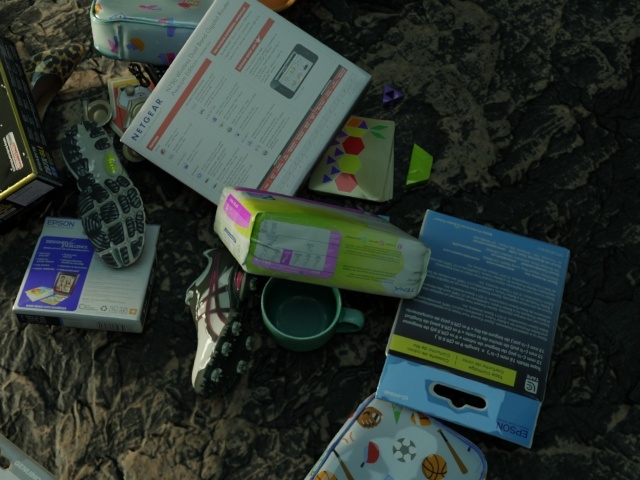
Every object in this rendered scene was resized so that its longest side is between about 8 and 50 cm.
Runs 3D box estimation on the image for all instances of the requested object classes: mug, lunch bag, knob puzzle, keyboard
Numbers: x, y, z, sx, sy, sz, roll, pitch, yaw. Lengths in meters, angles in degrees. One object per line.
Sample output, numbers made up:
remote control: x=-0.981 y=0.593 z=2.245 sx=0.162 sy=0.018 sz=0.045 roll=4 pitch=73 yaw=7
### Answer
mug: x=-0.022 y=0.126 z=1.449 sx=0.129 sy=0.097 sz=0.158 roll=-41 pitch=73 yaw=-18
lunch bag: x=-0.283 y=-0.433 z=1.677 sx=0.279 sy=0.108 sz=0.224 roll=4 pitch=48 yaw=-6
knob puzzle: x=-0.301 y=-0.240 z=1.646 sx=0.213 sy=0.030 sz=0.213 roll=1 pitch=65 yaw=-2
keyboard: x=-0.304 y=-0.326 z=1.667 sx=0.108 sy=0.023 sz=0.180 roll=-23 pitch=56 yaw=-18
lunch bag: x=0.098 y=0.397 z=1.322 sx=0.243 sy=0.115 sz=0.303 roll=35 pitch=68 yaw=11

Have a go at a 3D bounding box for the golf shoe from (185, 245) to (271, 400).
golf shoe: x=-0.168 y=0.132 z=1.456 sx=0.120 sy=0.105 sz=0.273 roll=6 pitch=59 yaw=20

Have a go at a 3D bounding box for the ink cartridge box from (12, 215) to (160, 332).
ink cartridge box: x=-0.385 y=0.055 z=1.490 sx=0.206 sy=0.045 sz=0.208 roll=5 pitch=50 yaw=0

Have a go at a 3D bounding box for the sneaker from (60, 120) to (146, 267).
sneaker: x=-0.355 y=-0.077 z=1.512 sx=0.107 sy=0.110 sz=0.275 roll=-21 pitch=69 yaw=0

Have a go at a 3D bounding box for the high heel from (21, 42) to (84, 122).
high heel: x=-0.493 y=-0.229 z=1.597 sx=0.261 sy=0.093 sz=0.186 roll=-41 pitch=68 yaw=-3

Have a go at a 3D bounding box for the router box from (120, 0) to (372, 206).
router box: x=-0.125 y=-0.222 z=1.532 sx=0.301 sy=0.082 sz=0.335 roll=34 pitch=87 yaw=2

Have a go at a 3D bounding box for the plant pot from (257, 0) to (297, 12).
plant pot: x=-0.079 y=-0.615 z=1.706 sx=0.291 sy=0.291 sz=0.203 roll=37 pitch=53 yaw=14

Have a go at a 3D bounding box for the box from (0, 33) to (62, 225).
box: x=-0.608 y=-0.169 z=1.527 sx=0.257 sy=0.079 sz=0.322 roll=-30 pitch=67 yaw=15

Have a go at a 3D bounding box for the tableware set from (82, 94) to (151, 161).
tableware set: x=-0.368 y=-0.197 z=1.611 sx=0.168 sy=0.020 sz=0.141 roll=-7 pitch=71 yaw=7

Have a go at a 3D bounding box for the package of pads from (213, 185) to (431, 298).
package of pads: x=0.000 y=0.000 z=1.387 sx=0.296 sy=0.229 sz=0.101 roll=10 pitch=101 yaw=-20

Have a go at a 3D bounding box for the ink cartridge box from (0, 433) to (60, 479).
ink cartridge box: x=-0.533 y=0.412 z=1.285 sx=0.309 sy=0.130 sz=0.272 roll=34 pitch=67 yaw=13

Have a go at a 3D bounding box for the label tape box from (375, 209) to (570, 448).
label tape box: x=0.244 y=0.147 z=1.429 sx=0.249 sy=0.115 sz=0.348 roll=16 pitch=63 yaw=5

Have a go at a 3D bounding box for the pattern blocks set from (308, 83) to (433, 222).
pattern blocks set: x=0.062 y=-0.155 z=1.619 sx=0.285 sy=0.026 sz=0.325 roll=18 pitch=66 yaw=7
